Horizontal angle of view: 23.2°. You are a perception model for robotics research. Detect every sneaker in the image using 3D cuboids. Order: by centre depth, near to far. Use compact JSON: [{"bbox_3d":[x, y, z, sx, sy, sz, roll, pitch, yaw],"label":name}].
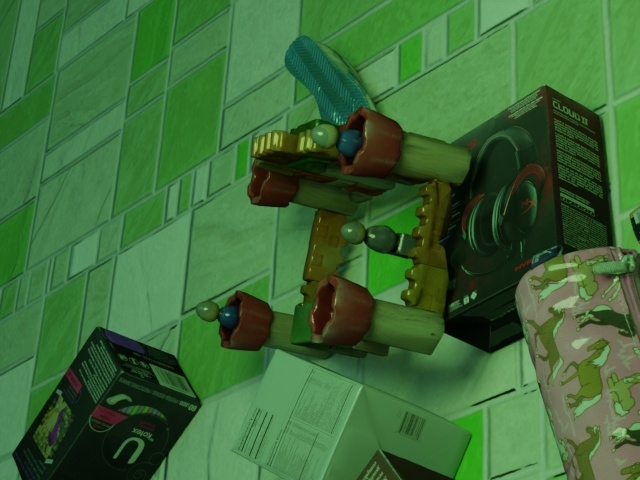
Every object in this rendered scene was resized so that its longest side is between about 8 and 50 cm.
[{"bbox_3d":[0.037,-0.222,2.390,0.087,0.092,0.228,-45,58,23],"label":"sneaker"}]

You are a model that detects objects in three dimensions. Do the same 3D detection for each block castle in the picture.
[{"bbox_3d":[0.000,0.000,2.054,0.453,0.213,0.303,167,115,-69],"label":"block castle"}]

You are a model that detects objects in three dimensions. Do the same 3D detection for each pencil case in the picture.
[{"bbox_3d":[0.322,0.182,1.678,0.160,0.167,0.386,-16,49,8],"label":"pencil case"}]

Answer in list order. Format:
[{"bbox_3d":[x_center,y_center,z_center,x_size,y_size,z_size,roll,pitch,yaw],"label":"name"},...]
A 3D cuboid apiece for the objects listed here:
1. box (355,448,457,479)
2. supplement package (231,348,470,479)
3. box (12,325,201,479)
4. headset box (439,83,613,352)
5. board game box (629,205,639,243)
[{"bbox_3d":[0.125,0.373,1.770,0.168,0.203,0.167,-55,34,12],"label":"box"},{"bbox_3d":[0.038,0.255,1.971,0.203,0.194,0.149,16,81,55],"label":"supplement package"},{"bbox_3d":[-0.341,0.300,2.473,0.270,0.165,0.143,-55,36,13],"label":"box"},{"bbox_3d":[0.246,-0.038,1.959,0.218,0.110,0.293,-31,46,41],"label":"headset box"},{"bbox_3d":[0.442,-0.032,1.667,0.170,0.141,0.048,-40,39,31],"label":"board game box"}]
